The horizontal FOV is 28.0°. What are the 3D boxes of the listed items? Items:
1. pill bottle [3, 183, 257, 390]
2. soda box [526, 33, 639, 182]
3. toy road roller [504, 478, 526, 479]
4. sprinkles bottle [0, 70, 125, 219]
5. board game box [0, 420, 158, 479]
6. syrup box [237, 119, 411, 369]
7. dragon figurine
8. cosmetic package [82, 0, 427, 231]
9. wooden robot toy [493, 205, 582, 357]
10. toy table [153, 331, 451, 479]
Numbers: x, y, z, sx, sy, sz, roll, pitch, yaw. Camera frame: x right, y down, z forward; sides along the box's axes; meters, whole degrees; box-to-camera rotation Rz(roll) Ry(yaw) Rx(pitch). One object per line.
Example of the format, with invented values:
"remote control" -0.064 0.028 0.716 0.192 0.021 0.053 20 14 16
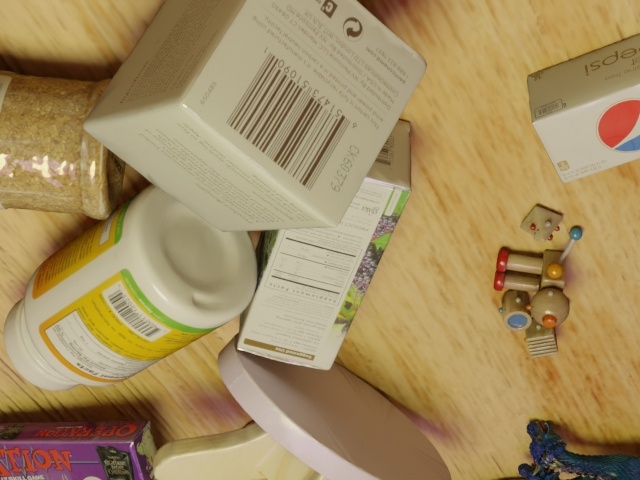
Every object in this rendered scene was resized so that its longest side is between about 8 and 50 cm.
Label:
"pill bottle" -0.183 0.052 1.169 0.136 0.136 0.245 37 135 -25
"soda box" 0.279 -0.123 1.027 0.216 0.069 0.074 -19 128 21
"toy road roller" 0.152 0.394 1.425 0.329 0.202 0.241 0 120 -2
"sprinkles bottle" -0.346 -0.090 1.074 0.355 0.121 0.121 5 132 0
"board game box" -0.318 0.294 1.392 0.347 0.056 0.208 -4 109 22
"syrup box" 0.000 0.000 1.145 0.096 0.093 0.237 14 132 -8
"dragon figurine" 0.327 0.285 1.304 0.144 0.289 0.085 -23 141 -26
"cosmetic package" -0.052 -0.108 0.965 0.151 0.151 0.183 38 161 -26
"wooden robot toy" 0.200 0.056 1.188 0.076 0.079 0.173 2 132 3
"toy table" -0.022 0.221 1.270 0.274 0.252 0.161 36 109 -13
